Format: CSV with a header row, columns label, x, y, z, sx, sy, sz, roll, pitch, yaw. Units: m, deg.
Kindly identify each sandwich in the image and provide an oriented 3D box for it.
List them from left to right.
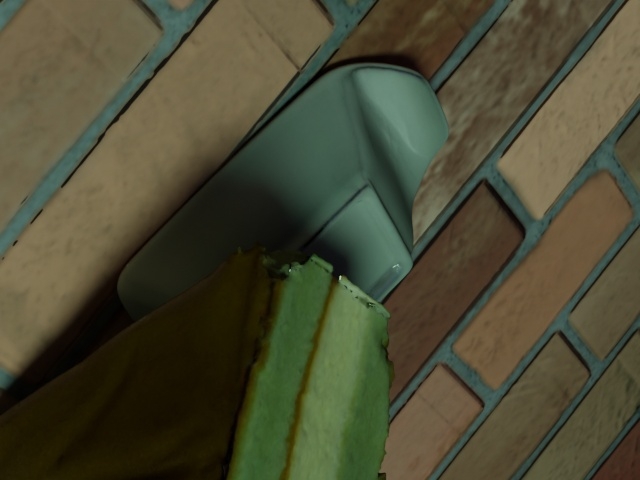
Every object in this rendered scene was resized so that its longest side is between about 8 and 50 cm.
label,x,y,z,sx,sy,sz,roll,pitch,yaw
sandwich,-0.085,0.129,1.002,0.155,0.198,0.227,38,59,-50

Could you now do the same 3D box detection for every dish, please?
label,x,y,z,sx,sy,sz,roll,pitch,yaw
dish,0.000,0.000,1.077,0.234,0.064,0.154,-46,140,-12
